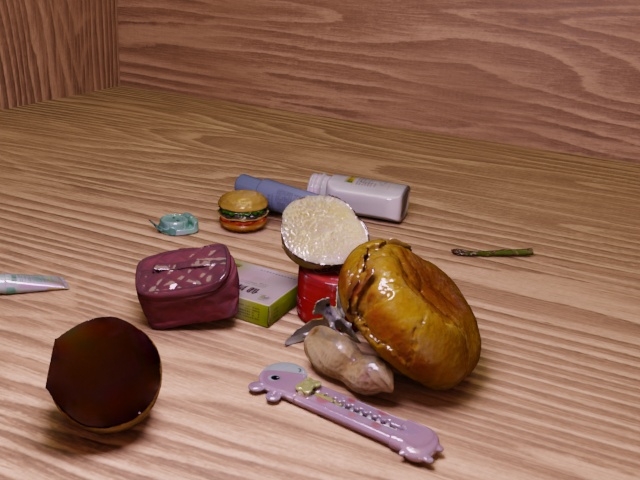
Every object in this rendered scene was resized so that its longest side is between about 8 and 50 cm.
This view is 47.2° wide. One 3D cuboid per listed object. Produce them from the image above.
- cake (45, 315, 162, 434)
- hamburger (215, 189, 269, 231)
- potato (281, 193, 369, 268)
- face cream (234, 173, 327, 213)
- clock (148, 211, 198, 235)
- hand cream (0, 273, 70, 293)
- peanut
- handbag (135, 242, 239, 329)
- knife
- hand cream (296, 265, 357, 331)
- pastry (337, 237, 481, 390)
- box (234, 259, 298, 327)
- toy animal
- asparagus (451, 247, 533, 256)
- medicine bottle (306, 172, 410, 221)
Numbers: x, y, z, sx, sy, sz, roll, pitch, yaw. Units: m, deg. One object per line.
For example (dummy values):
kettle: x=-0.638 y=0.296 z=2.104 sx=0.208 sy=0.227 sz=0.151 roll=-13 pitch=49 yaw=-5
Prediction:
cake: x=-0.381 y=0.235 z=1.281 sx=0.185 sy=0.208 sz=0.178 roll=-53 pitch=12 yaw=-24
hamburger: x=-0.234 y=-0.090 z=2.209 sx=0.162 sy=0.115 sz=0.162 roll=2 pitch=20 yaw=-1
potato: x=0.000 y=0.000 z=1.689 sx=0.202 sy=0.117 sz=0.182 roll=-1 pitch=61 yaw=-14
face cream: x=-0.098 y=-0.122 z=2.259 sx=0.385 sy=0.135 sz=0.086 roll=21 pitch=42 yaw=28
clock: x=-0.434 y=-0.047 z=2.167 sx=0.135 sy=0.041 sz=0.101 roll=-9 pitch=25 yaw=-29
hand cream: x=-0.695 y=0.102 z=1.750 sx=0.174 sy=0.047 sz=0.076 roll=0 pitch=19 yaw=-33
peanut: x=0.057 y=0.241 z=1.435 sx=0.228 sy=0.104 sz=0.085 roll=26 pitch=58 yaw=38
handbag: x=-0.291 y=0.098 z=1.613 sx=0.225 sy=0.135 sz=0.146 roll=-8 pitch=40 yaw=1
knife: x=0.045 y=0.306 z=1.349 sx=0.399 sy=0.038 sz=0.132 roll=18 pitch=28 yaw=31
hand cream: x=0.039 y=0.119 z=1.710 sx=0.193 sy=0.125 sz=0.193 roll=3 pitch=22 yaw=-1
pastry: x=0.183 y=0.142 z=1.470 sx=0.356 sy=0.164 sz=0.356 roll=38 pitch=17 yaw=-14
box: x=-0.190 y=0.117 z=1.762 sx=0.260 sy=0.062 sz=0.175 roll=15 pitch=24 yaw=24
toy animal: x=0.034 y=0.180 z=1.565 sx=0.155 sy=0.219 sz=0.095 roll=45 pitch=1 yaw=-9
asparagus: x=0.501 y=0.035 z=2.140 sx=0.248 sy=0.024 sz=0.025 roll=0 pitch=15 yaw=-7
medicine bottle: x=0.122 y=-0.146 z=2.410 sx=0.324 sy=0.124 sz=0.179 roll=12 pitch=21 yaw=15
